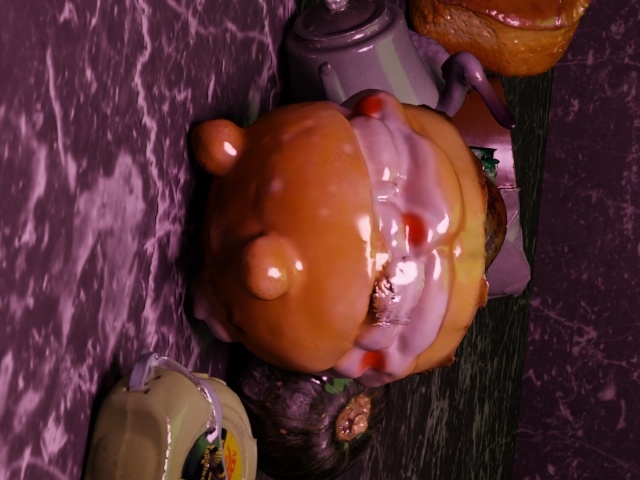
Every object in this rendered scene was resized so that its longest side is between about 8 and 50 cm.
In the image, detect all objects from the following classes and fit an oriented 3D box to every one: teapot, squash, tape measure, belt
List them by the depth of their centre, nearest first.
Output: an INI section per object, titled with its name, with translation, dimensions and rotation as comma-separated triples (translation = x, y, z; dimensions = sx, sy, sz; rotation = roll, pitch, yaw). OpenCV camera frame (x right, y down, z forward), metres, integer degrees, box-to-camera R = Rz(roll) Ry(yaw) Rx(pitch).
[tape measure]
translation = -0.128, 0.193, 1.293
dimensions = 0.175, 0.106, 0.200
rotation = 20, 74, -60
[squash]
translation = -0.012, 0.157, 1.617
dimensions = 0.193, 0.156, 0.193
rotation = -55, 164, -24
[teapot]
translation = 0.030, -0.204, 1.659
dimensions = 0.239, 0.162, 0.149
rotation = -73, 150, -54
[belt]
translation = 0.230, -0.075, 2.335
dimensions = 0.217, 0.122, 0.338
rotation = -104, -173, -74

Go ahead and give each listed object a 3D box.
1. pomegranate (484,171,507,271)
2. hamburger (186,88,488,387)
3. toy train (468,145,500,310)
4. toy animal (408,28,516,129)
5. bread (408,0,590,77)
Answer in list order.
[pomegranate]
translation = 0.130, -0.041, 2.036
dimensions = 0.246, 0.198, 0.198
rotation = 61, 7, 15
[hamburger]
translation = 0.000, 0.000, 1.428
dimensions = 0.237, 0.276, 0.276
rotation = 2, 96, -31
[toy train]
translation = 0.163, -0.024, 2.183
dimensions = 0.115, 0.154, 0.269
rotation = -21, 116, -76
[toy animal]
translation = 0.112, -0.181, 1.797
dimensions = 0.195, 0.090, 0.324
rotation = 66, -27, 1
[bread]
translation = 0.245, -0.340, 2.174
dimensions = 0.268, 0.268, 0.145
rotation = -66, 171, -48
